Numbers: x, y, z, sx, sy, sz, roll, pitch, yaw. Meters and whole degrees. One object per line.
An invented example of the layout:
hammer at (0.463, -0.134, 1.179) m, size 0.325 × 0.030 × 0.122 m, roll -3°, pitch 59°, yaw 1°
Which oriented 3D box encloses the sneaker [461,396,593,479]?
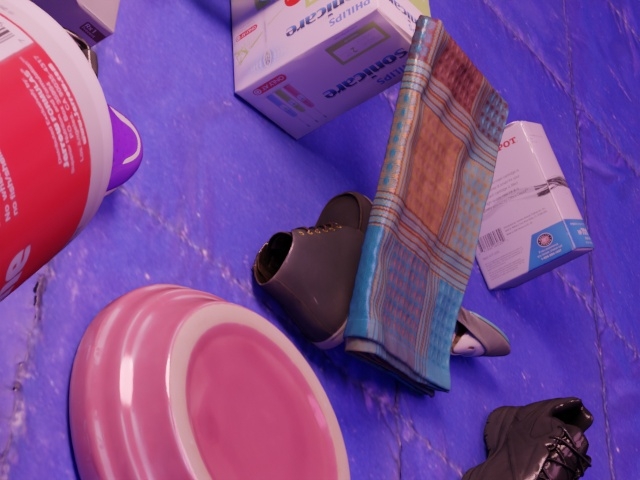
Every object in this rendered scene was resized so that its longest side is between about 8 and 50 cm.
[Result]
sneaker at (0.247, 0.271, 1.769) m, size 0.109 × 0.130 × 0.286 m, roll 53°, pitch 31°, yaw -20°

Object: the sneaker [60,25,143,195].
sneaker at (-0.229, -0.115, 1.297) m, size 0.293 × 0.146 × 0.102 m, roll 15°, pitch 53°, yaw -53°

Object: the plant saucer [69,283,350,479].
plant saucer at (-0.079, 0.184, 1.356) m, size 0.332 × 0.084 × 0.332 m, roll 39°, pitch 37°, yaw -37°

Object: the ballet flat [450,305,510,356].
ballet flat at (0.149, 0.100, 1.836) m, size 0.213 × 0.072 × 0.068 m, roll 42°, pitch 62°, yaw -32°

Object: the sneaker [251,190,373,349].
sneaker at (0.000, 0.000, 1.641) m, size 0.118 × 0.083 × 0.222 m, roll 46°, pitch 34°, yaw -28°

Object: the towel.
towel at (0.124, -0.027, 1.681) m, size 0.271 × 0.040 × 0.370 m, roll 34°, pitch 67°, yaw -61°

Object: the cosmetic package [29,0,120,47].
cosmetic package at (-0.257, -0.287, 1.451) m, size 0.127 × 0.107 × 0.238 m, roll 42°, pitch 37°, yaw -33°

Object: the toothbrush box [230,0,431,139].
toothbrush box at (0.008, -0.294, 1.777) m, size 0.122 × 0.206 × 0.283 m, roll 34°, pitch 40°, yaw -42°

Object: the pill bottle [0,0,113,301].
pill bottle at (-0.318, -0.014, 0.980) m, size 0.229 × 0.229 × 0.408 m, roll 57°, pitch 29°, yaw -10°

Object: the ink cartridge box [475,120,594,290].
ink cartridge box at (0.264, -0.046, 2.053) m, size 0.082 × 0.139 × 0.191 m, roll 1°, pitch 65°, yaw -57°
